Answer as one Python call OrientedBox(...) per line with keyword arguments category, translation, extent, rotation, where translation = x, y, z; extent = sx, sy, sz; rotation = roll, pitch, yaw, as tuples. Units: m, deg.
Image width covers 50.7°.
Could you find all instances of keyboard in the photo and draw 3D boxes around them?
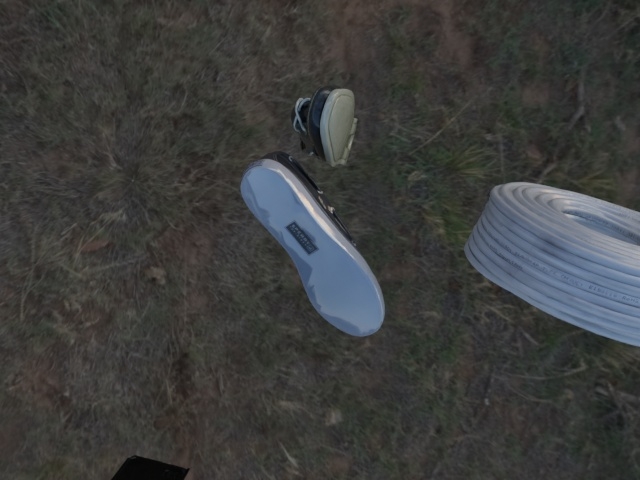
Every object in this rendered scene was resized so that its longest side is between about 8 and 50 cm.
OrientedBox(category="keyboard", translation=(-0.188, 0.295, 0.677), extent=(0.100, 0.192, 0.038), rotation=(13, 111, 7))

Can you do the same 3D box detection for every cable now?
OrientedBox(category="cable", translation=(0.281, 0.018, 0.682), extent=(0.257, 0.257, 0.089), rotation=(1, 115, -36))

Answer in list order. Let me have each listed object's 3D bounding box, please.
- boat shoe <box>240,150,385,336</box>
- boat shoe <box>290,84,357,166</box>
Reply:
OrientedBox(category="boat shoe", translation=(0.000, 0.000, 0.735), extent=(0.080, 0.076, 0.228), rotation=(-31, 106, 31))
OrientedBox(category="boat shoe", translation=(-0.002, -0.135, 0.802), extent=(0.079, 0.233, 0.084), rotation=(19, 92, 3))
